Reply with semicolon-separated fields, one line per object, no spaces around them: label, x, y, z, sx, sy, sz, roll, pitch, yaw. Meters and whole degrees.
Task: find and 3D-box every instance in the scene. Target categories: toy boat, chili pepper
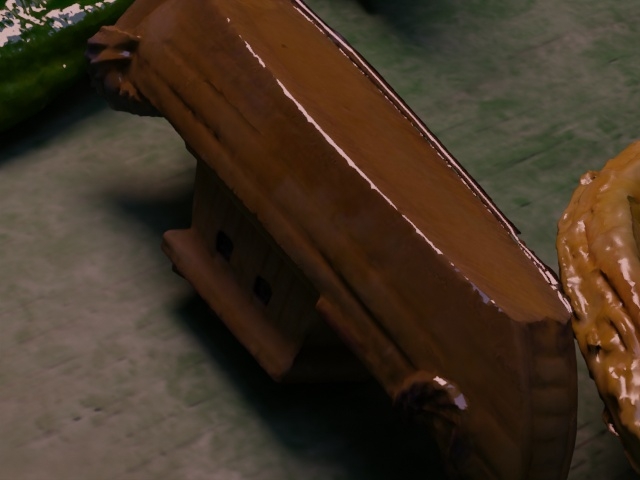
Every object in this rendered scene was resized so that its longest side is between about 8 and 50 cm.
toy boat;0.000;0.000;0.846;0.089;0.121;0.321;5;37;-48
chili pepper;-0.130;-0.137;0.995;0.099;0.083;0.253;26;48;16

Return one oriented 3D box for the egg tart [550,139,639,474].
egg tart;0.233;0.064;0.841;0.294;0.123;0.294;6;41;-5
